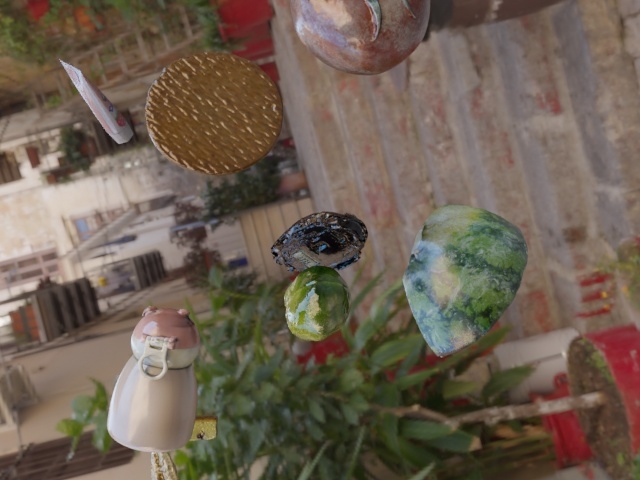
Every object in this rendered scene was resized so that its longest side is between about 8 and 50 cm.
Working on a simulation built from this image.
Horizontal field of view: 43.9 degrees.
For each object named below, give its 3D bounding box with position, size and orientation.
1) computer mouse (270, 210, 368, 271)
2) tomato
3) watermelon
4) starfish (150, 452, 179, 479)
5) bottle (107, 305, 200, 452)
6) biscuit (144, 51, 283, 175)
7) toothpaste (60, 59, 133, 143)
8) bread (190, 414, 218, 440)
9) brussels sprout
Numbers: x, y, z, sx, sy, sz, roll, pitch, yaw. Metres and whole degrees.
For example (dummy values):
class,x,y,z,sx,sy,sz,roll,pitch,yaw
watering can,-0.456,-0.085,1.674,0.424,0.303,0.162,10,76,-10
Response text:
class,x,y,z,sx,sy,sz,roll,pitch,yaw
computer mouse,0.000,0.000,1.578,0.146,0.242,0.077,37,-136,-27
tomato,0.089,-0.527,1.759,0.282,0.317,0.316,89,168,-76
watermelon,0.288,0.077,1.601,0.180,0.224,0.305,76,-147,-61
starfish,-0.362,0.653,1.713,0.082,0.324,0.431,-7,-110,-60
bottle,-0.275,0.227,1.363,0.147,0.148,0.236,-92,14,-82
biscuit,-0.198,-0.237,1.488,0.037,0.262,0.261,100,157,-71
toothpaste,-0.411,-0.255,1.465,0.067,0.043,0.194,31,162,34
bread,-0.262,0.400,1.702,0.226,0.088,0.049,118,148,-78
brussels sprout,-0.004,0.124,1.507,0.155,0.118,0.155,-172,90,-79
